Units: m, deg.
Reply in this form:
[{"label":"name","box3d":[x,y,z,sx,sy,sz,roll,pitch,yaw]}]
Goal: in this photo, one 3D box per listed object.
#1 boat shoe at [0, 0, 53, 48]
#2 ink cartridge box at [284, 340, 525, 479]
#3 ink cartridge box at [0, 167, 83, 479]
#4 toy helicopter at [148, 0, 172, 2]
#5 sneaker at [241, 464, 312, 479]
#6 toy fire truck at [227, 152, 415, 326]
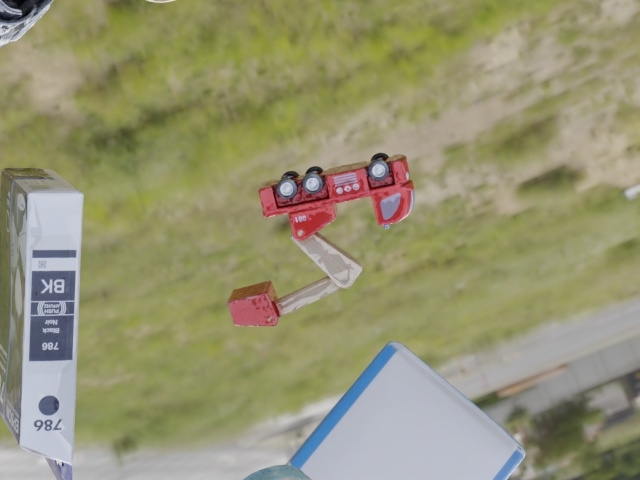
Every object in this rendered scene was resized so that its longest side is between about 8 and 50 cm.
[{"label":"boat shoe","box3d":[-0.291,-0.219,1.261,0.301,0.108,0.102,-37,-156,9]},{"label":"ink cartridge box","box3d":[0.033,0.275,1.442,0.285,0.166,0.395,-50,174,-8]},{"label":"ink cartridge box","box3d":[-0.299,0.098,1.511,0.065,0.332,0.165,-2,-169,-22]},{"label":"toy helicopter","box3d":[-0.157,-0.263,0.998,0.235,0.140,0.355,-36,155,-4]},{"label":"sneaker","box3d":[-0.019,0.205,0.813,0.135,0.150,0.366,8,173,-38]},{"label":"toy fire truck","box3d":[0.000,0.000,1.345,0.192,0.135,0.047,-11,-168,6]}]
